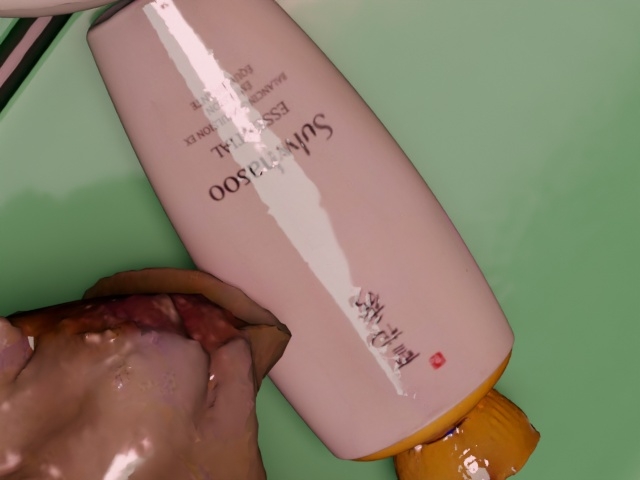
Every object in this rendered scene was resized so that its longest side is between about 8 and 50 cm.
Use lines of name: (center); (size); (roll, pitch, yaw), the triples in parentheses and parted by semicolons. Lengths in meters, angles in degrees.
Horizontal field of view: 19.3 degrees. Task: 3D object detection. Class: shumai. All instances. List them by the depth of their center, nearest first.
shumai: (-0.079, 0.111, 0.544); (0.218, 0.184, 0.185); (-30, 68, 12)

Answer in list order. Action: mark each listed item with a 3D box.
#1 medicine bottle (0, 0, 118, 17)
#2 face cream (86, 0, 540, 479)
medicine bottle: (-0.067, -0.122, 0.425); (0.143, 0.258, 0.143); (-1, 101, -6)
face cream: (0.000, 0.000, 0.563); (0.072, 0.051, 0.182); (-34, 104, -2)
